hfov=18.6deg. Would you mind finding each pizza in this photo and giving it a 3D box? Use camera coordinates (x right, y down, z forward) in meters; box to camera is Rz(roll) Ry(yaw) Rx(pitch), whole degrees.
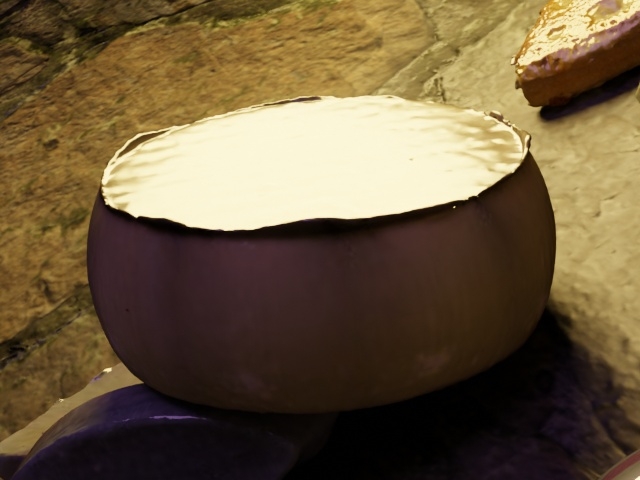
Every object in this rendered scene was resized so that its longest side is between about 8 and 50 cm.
[{"bbox_3d":[0.239,-0.183,1.716,0.182,0.062,0.161,-38,32,-4],"label":"pizza"}]

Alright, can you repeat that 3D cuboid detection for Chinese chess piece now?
[{"bbox_3d":[0.000,0.000,1.402,0.338,0.141,0.338,-4,19,2],"label":"Chinese chess piece"}]

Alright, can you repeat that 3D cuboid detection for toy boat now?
[{"bbox_3d":[-0.114,0.134,1.457,0.276,0.111,0.293,-21,15,6],"label":"toy boat"}]

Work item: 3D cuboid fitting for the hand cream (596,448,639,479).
[{"bbox_3d":[0.280,0.096,1.009,0.358,0.118,0.185,-19,-1,8],"label":"hand cream"}]

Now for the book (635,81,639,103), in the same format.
[{"bbox_3d":[0.382,-0.216,1.460,0.310,0.021,0.217,-29,-18,-10],"label":"book"}]
